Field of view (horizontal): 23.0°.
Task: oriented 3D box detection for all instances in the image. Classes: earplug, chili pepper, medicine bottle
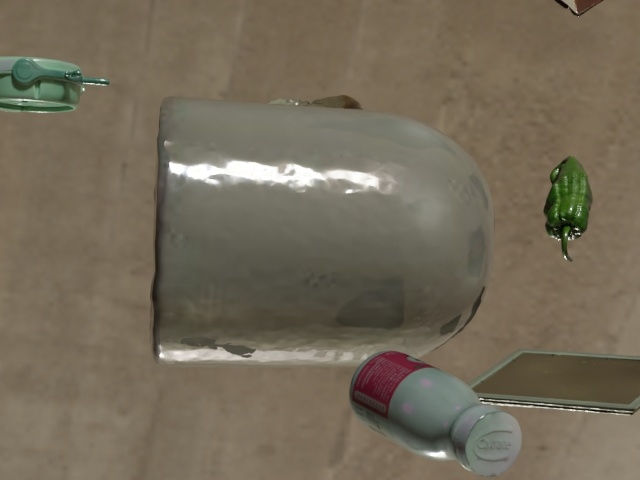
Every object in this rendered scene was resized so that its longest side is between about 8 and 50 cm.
[{"bbox_3d":[0.000,0.000,1.818,0.312,0.394,0.312,-177,-90,-83],"label":"earplug"},{"bbox_3d":[0.400,-0.067,2.529,0.257,0.074,0.100,-63,175,-61],"label":"chili pepper"},{"bbox_3d":[0.116,0.178,1.603,0.217,0.090,0.090,20,-76,60],"label":"medicine bottle"}]

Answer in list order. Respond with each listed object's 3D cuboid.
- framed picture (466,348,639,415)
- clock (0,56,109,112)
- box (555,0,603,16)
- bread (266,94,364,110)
[{"bbox_3d":[0.349,0.194,2.169,0.274,0.217,0.017,1,-75,36],"label":"framed picture"},{"bbox_3d":[-0.418,-0.227,2.296,0.159,0.211,0.066,8,83,-62],"label":"clock"},{"bbox_3d":[0.244,-0.527,1.987,0.344,0.122,0.385,51,-9,36],"label":"box"},{"bbox_3d":[-0.002,-0.057,2.230,0.279,0.225,0.250,63,33,-20],"label":"bread"}]
